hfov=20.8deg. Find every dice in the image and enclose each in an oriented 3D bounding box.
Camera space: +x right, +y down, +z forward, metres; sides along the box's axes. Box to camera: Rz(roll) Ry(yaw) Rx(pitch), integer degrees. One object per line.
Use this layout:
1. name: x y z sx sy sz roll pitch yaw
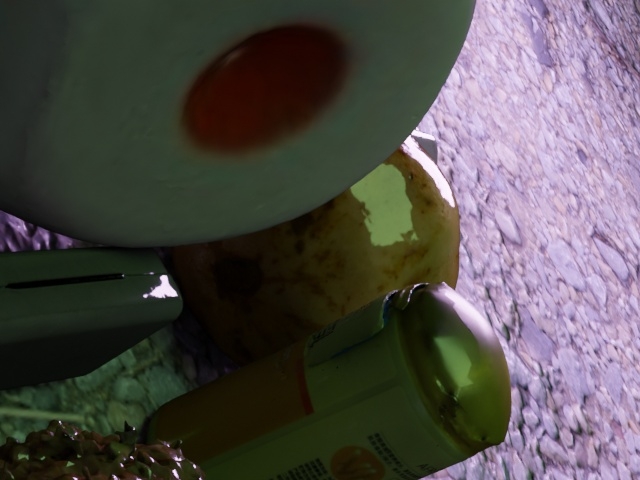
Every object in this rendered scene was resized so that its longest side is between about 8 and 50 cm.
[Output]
1. dice: -0.105 -0.187 1.053 0.304 0.277 0.304 -9 52 -38

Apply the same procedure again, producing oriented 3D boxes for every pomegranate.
1. pomegranate: 0.000 0.000 1.279 0.215 0.215 0.215 46 29 -34

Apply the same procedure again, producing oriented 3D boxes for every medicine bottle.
1. medicine bottle: 0.010 0.115 1.134 0.124 0.239 0.124 49 24 -31

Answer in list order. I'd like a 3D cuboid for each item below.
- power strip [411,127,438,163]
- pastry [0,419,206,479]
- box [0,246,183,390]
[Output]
1. power strip: 0.053 0.026 1.420 0.118 0.046 0.270 7 84 -61
2. pastry: -0.095 0.217 0.869 0.275 0.193 0.275 47 26 -32
3. box: -0.179 0.047 0.986 0.055 0.103 0.244 62 23 10
